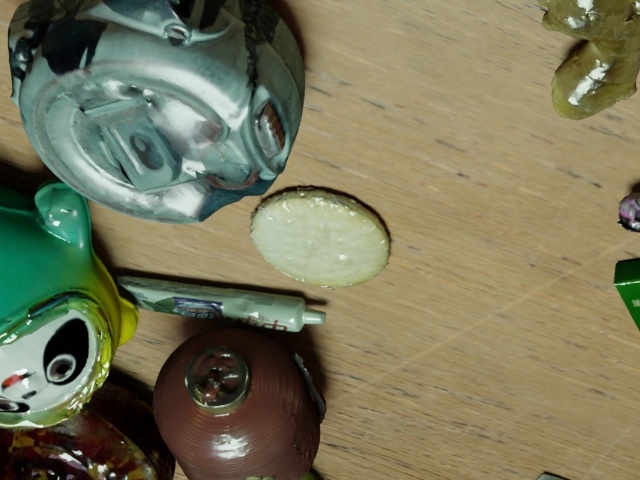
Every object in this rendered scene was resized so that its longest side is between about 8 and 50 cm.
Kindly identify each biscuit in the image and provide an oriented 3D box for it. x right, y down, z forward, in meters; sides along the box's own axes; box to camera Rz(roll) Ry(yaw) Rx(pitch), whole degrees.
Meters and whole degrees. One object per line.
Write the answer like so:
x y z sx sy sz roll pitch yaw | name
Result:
0.000 0.000 1.932 0.152 0.020 0.152 9 142 7 | biscuit

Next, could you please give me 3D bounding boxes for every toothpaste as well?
-0.107 0.069 2.038 0.233 0.038 0.060 7 150 12 | toothpaste

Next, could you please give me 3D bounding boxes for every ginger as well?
0.231 -0.184 1.609 0.133 0.059 0.214 14 144 -14 | ginger

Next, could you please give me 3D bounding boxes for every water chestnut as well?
-0.287 0.261 2.181 0.224 0.238 0.223 8 131 10 | water chestnut

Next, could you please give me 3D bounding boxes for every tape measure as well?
-0.150 -0.135 1.710 0.256 0.147 0.275 -17 132 33 | tape measure

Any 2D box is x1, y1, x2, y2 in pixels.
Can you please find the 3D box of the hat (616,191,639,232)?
0.389 -0.003 1.758 0.227 0.129 0.140 13 158 22 | hat

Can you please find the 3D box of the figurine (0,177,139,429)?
-0.352 0.055 1.962 0.323 0.231 0.340 -33 135 12 | figurine

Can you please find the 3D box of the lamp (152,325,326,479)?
-0.085 0.189 2.060 0.180 0.180 0.258 5 154 11 | lamp

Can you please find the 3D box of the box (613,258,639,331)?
0.398 0.097 1.920 0.132 0.034 0.235 -11 135 27 | box

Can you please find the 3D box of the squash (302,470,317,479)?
-0.005 0.370 2.340 0.094 0.094 0.341 -6 135 23 | squash

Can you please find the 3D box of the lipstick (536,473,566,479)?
0.221 0.408 2.323 0.076 0.080 0.371 21 142 -9 | lipstick
